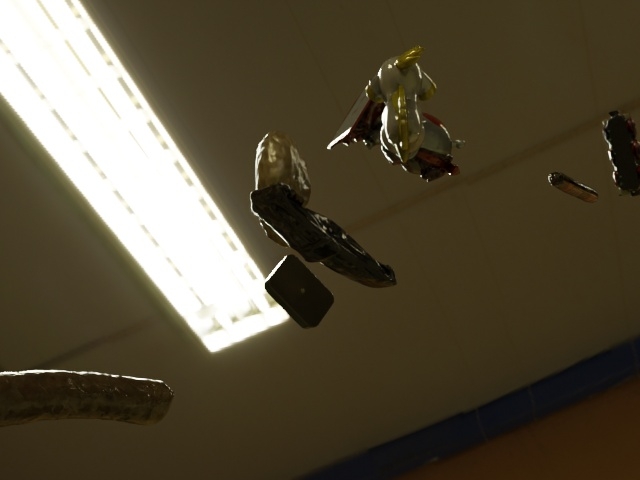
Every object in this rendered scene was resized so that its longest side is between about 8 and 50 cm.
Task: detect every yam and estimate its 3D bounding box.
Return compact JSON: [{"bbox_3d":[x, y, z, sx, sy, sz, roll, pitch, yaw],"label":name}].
[{"bbox_3d":[-0.358,0.214,1.068,0.357,0.081,0.081,15,-57,-45],"label":"yam"}]

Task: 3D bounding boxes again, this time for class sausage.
[{"bbox_3d":[0.391,-0.081,1.226,0.028,0.025,0.198,-8,-10,36],"label":"sausage"}]

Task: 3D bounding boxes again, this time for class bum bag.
[{"bbox_3d":[-0.001,0.001,1.165,0.248,0.069,0.102,39,-38,-15],"label":"bum bag"}]

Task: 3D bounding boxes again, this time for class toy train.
[{"bbox_3d":[0.484,-0.137,1.265,0.050,0.138,0.087,-14,-4,23],"label":"toy train"}]

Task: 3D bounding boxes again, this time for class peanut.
[{"bbox_3d":[-0.076,-0.098,1.593,0.110,0.196,0.233,-2,-43,-8],"label":"peanut"}]

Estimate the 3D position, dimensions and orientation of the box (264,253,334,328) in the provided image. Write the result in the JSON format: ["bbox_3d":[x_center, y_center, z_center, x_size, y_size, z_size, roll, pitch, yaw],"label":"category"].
[{"bbox_3d":[-0.040,0.095,1.451,0.126,0.091,0.031,46,-40,-12],"label":"box"}]

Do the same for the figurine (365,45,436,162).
[{"bbox_3d":[0.121,-0.195,1.201,0.109,0.178,0.129,5,-17,0],"label":"figurine"}]

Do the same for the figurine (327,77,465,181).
[{"bbox_3d":[0.161,-0.187,1.478,0.226,0.183,0.160,32,-99,-9],"label":"figurine"}]
